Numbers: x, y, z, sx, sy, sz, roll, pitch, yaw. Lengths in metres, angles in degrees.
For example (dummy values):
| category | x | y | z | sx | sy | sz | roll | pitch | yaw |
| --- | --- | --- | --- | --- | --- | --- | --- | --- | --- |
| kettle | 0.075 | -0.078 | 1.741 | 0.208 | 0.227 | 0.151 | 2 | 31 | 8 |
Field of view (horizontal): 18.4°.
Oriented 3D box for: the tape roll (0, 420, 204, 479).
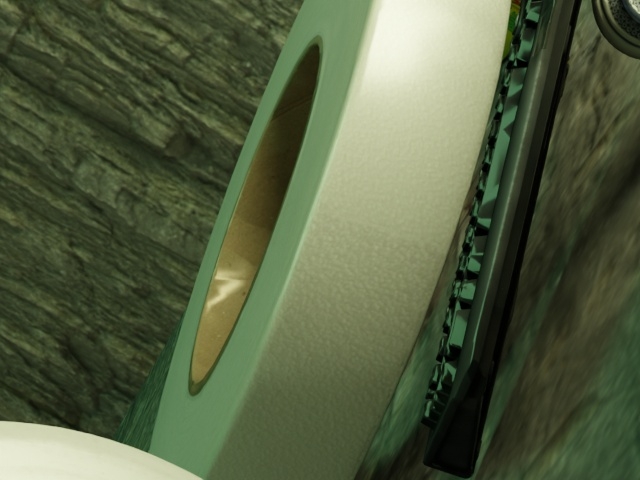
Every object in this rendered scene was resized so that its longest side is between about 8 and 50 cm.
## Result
| category | x | y | z | sx | sy | sz | roll | pitch | yaw |
| --- | --- | --- | --- | --- | --- | --- | --- | --- | --- |
| tape roll | -0.105 | 0.204 | 0.640 | 0.169 | 0.246 | 0.246 | -58 | 7 | 37 |

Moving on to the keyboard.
| category | x | y | z | sx | sy | sz | roll | pitch | yaw |
| --- | --- | --- | --- | --- | --- | --- | --- | --- | --- |
| keyboard | 0.089 | -0.050 | 0.883 | 0.201 | 0.033 | 0.317 | 85 | -161 | -67 |

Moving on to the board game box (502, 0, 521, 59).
| category | x | y | z | sx | sy | sz | roll | pitch | yaw |
| --- | --- | --- | --- | --- | --- | --- | --- | --- | --- |
| board game box | 0.146 | -0.191 | 1.314 | 0.092 | 0.043 | 0.181 | -64 | 6 | -20 |

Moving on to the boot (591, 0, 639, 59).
| category | x | y | z | sx | sy | sz | roll | pitch | yaw |
| --- | --- | --- | --- | --- | --- | --- | --- | --- | --- |
| boot | 0.175 | -0.164 | 0.808 | 0.190 | 0.069 | 0.086 | -61 | 0 | -2 |

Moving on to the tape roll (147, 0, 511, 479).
| category | x | y | z | sx | sy | sz | roll | pitch | yaw |
| --- | --- | --- | --- | --- | --- | --- | --- | --- | --- |
| tape roll | -0.005 | -0.002 | 1.076 | 0.392 | 0.072 | 0.392 | -160 | 90 | -80 |
